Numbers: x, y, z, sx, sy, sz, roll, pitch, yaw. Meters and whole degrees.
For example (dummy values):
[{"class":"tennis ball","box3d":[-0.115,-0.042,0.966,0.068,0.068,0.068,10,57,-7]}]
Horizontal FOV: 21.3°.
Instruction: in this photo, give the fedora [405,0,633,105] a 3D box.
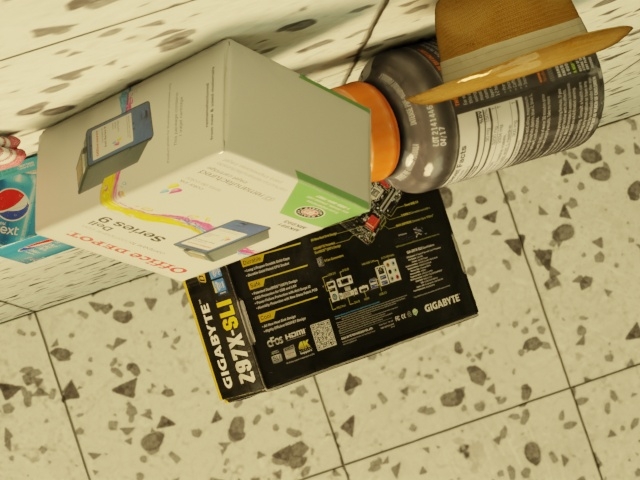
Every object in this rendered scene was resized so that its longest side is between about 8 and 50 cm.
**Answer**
[{"class":"fedora","box3d":[0.142,-0.162,1.298,0.194,0.079,0.194,-18,-176,1]}]

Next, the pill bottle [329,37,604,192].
[{"class":"pill bottle","box3d":[0.120,-0.118,1.499,0.246,0.130,0.130,-16,177,-29]}]

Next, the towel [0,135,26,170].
[{"class":"towel","box3d":[-0.312,-0.041,1.207,0.144,0.029,0.197,-20,177,17]}]

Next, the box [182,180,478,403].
[{"class":"box","box3d":[0.000,0.000,1.736,0.322,0.257,0.079,-17,177,-43]}]

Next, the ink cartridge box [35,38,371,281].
[{"class":"ink cartridge box","box3d":[-0.089,-0.052,1.270,0.212,0.093,0.154,-18,152,40]}]

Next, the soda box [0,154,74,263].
[{"class":"soda box","box3d":[-0.255,-0.025,1.505,0.071,0.067,0.210,-19,178,-2]}]
